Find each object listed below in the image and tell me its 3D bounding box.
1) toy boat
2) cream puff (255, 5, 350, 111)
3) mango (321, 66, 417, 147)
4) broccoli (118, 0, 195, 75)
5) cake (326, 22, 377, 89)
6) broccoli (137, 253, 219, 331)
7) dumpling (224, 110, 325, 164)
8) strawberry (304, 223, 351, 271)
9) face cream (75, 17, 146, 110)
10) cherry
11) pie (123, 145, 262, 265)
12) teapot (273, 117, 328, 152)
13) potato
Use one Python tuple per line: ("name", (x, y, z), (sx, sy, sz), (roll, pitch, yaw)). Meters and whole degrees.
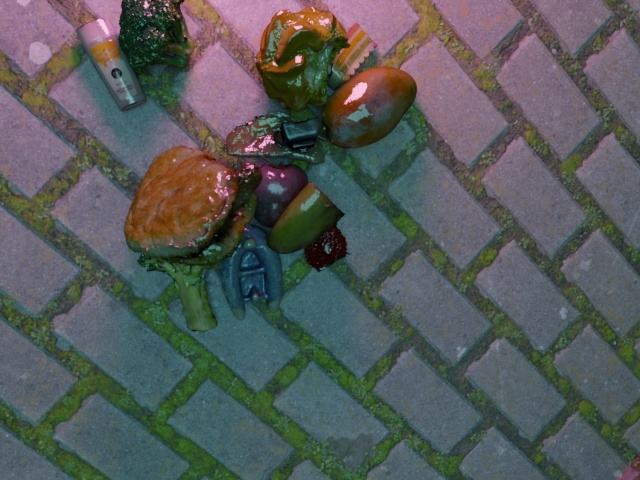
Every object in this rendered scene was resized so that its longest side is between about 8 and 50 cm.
("toy boat", (-0.227, 0.108, 1.632), (0.215, 0.123, 0.330), (-6, 101, -17))
("cream puff", (-0.092, -0.575, 1.490), (0.270, 0.274, 0.323), (6, 107, -51))
("mango", (0.172, -0.447, 1.610), (0.384, 0.199, 0.221), (-31, 96, -18))
("broccoli", (-0.489, -0.638, 1.461), (0.241, 0.261, 0.269), (33, 47, -36))
("cake", (0.093, -0.619, 1.623), (0.109, 0.090, 0.225), (39, 89, -9))
("broccoli", (-0.403, 0.131, 1.591), (0.252, 0.221, 0.361), (-30, 113, 2))
("dumpling", (-0.147, -0.338, 1.619), (0.332, 0.086, 0.166), (6, 79, -10))
("strawberry", (0.002, 0.002, 1.691), (0.167, 0.087, 0.208), (-34, 100, -3))
("face cream", (-0.646, -0.544, 1.509), (0.107, 0.073, 0.269), (-28, 100, -16))
("cherry", (-0.143, -0.161, 1.595), (0.213, 0.183, 0.266), (5, 118, -4))
("pie", (-0.409, -0.101, 1.464), (0.418, 0.180, 0.395), (15, 62, 25))
("teapot", (-0.062, -0.327, 1.548), (0.177, 0.087, 0.096), (-11, 89, -11))
("potato", (-0.052, -0.038, 1.575), (0.255, 0.269, 0.112), (-45, 73, 5))
